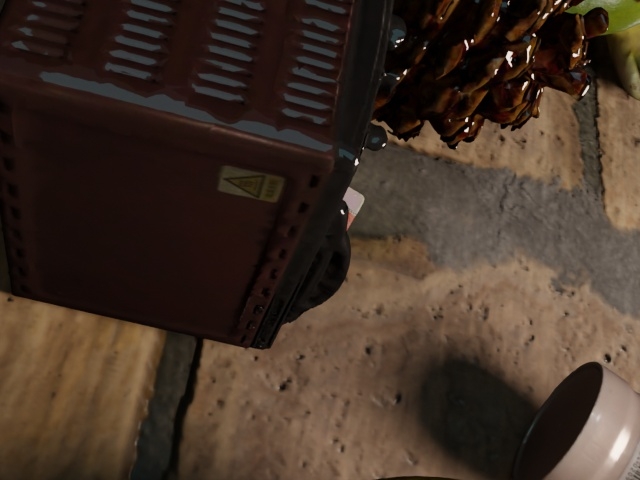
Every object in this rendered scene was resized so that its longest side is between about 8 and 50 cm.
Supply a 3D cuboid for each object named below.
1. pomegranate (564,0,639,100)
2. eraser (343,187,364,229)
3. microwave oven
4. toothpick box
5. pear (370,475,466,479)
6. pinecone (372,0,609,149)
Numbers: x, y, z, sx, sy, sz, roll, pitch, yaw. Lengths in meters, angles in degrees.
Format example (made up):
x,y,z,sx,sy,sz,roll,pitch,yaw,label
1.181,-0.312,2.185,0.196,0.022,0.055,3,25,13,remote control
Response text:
x,y,z,sx,sy,sz,roll,pitch,yaw,label
0.255,-0.241,0.792,0.202,0.202,0.248,-37,110,-32,pomegranate
0.000,0.000,0.644,0.027,0.019,0.099,32,55,0,eraser
-0.067,-0.068,0.519,0.188,0.247,0.178,11,61,-8,microwave oven
0.211,0.158,0.587,0.149,0.098,0.098,33,56,0,toothpick box
0.059,0.213,0.438,0.208,0.209,0.209,9,59,-16,pear
0.102,-0.167,0.674,0.221,0.221,0.222,9,59,-16,pinecone
